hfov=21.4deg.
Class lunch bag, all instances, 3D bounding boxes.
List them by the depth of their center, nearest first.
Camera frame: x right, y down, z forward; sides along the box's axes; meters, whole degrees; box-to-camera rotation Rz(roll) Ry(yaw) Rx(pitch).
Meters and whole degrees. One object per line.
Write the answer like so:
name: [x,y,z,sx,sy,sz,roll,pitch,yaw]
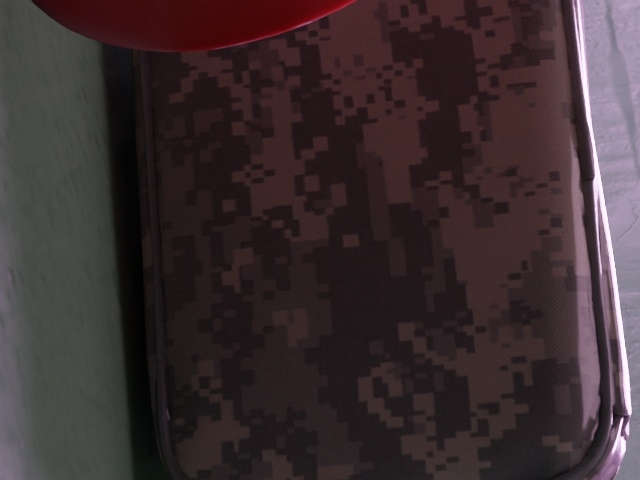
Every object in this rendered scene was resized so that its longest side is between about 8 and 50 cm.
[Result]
lunch bag: [0.036,0.007,0.828,0.256,0.213,0.305,50,33,-73]

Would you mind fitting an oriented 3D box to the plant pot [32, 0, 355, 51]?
plant pot: [-0.048,-0.182,0.532,0.174,0.191,0.191,63,20,-52]
